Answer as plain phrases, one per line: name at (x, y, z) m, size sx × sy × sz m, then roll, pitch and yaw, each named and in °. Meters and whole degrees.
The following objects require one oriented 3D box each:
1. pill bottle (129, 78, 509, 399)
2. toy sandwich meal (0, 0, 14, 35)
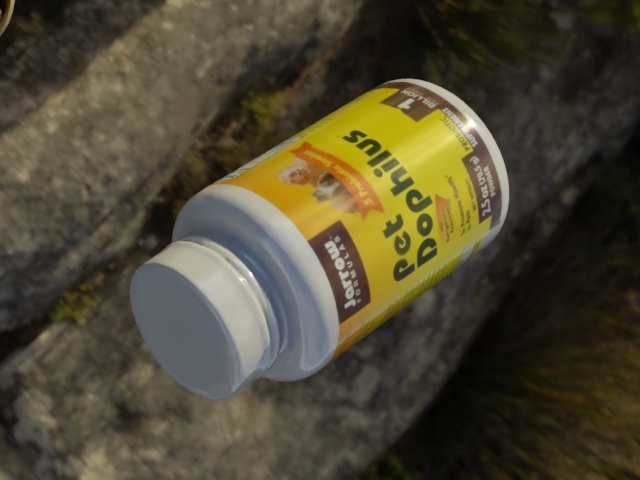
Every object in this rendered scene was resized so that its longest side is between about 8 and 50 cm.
pill bottle at (0.000, 0.000, 0.850) m, size 0.215 × 0.117 × 0.117 m, roll -34°, pitch 135°, yaw -36°
toy sandwich meal at (-0.251, -0.178, 1.097) m, size 0.029 × 0.085 × 0.085 m, roll 5°, pitch 114°, yaw -48°
